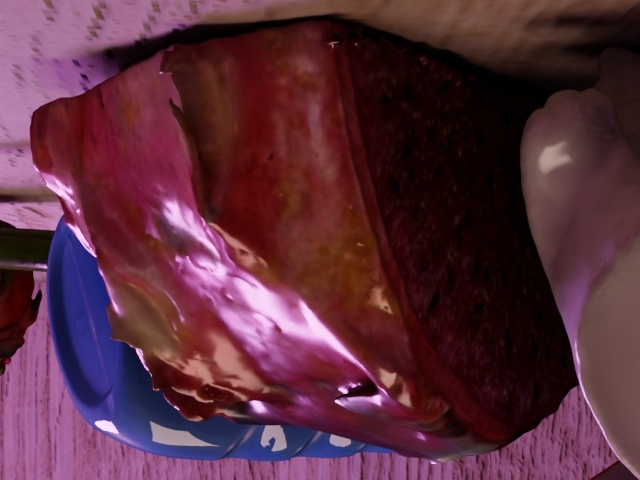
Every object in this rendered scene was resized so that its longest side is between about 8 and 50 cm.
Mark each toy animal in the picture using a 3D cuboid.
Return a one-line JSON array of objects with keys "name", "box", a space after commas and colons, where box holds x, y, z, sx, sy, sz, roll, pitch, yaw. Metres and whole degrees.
[{"name": "toy animal", "box": [0.122, -0.022, 0.594, 0.104, 0.131, 0.221, -35, -166, 18]}]

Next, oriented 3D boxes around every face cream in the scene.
[{"name": "face cream", "box": [0.013, 0.027, 0.874, 0.264, 0.149, 0.083, 0, 149, -31]}]

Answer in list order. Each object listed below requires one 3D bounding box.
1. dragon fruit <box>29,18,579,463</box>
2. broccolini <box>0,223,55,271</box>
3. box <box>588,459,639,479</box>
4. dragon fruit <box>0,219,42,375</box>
[{"name": "dragon fruit", "box": [-0.005, 0.011, 0.657, 0.161, 0.126, 0.274, -2, 176, 24]}, {"name": "broccolini", "box": [-0.232, -0.012, 0.819, 0.272, 0.062, 0.123, 6, -169, -12]}, {"name": "box", "box": [0.271, 0.150, 0.634, 0.349, 0.256, 0.319, -25, 180, 44]}, {"name": "dragon fruit", "box": [-0.236, 0.030, 1.150, 0.130, 0.121, 0.142, -31, 144, 6]}]
